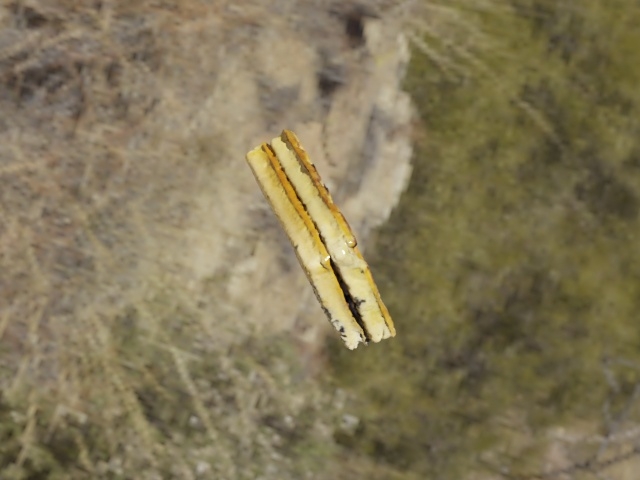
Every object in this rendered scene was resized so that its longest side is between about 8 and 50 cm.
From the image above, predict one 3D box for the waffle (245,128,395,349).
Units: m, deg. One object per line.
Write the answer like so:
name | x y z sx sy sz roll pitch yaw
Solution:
waffle | -0.001 0.000 1.115 0.042 0.148 0.102 -27 134 -2
